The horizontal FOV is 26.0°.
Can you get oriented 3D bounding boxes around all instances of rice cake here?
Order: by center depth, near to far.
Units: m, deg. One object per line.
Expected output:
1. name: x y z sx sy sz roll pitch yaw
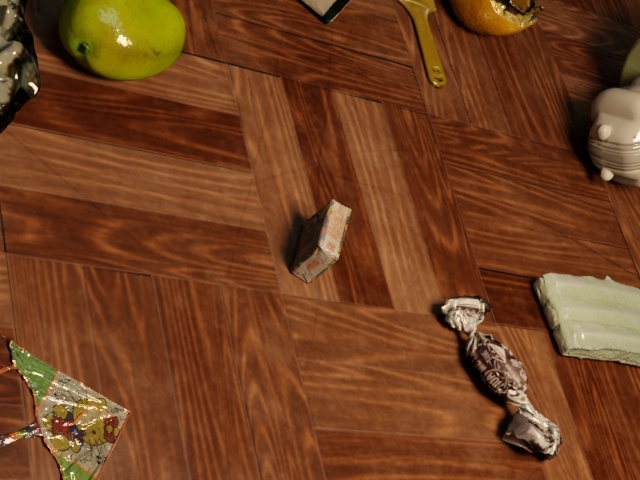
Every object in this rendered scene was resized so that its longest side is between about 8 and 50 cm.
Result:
1. rice cake: 0.392 0.109 1.864 0.237 0.043 0.127 10 51 -37

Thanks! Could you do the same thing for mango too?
1. mango: -0.220 -0.236 1.571 0.163 0.089 0.117 3 56 -40

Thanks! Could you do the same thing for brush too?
1. brush: 0.149 -0.307 2.017 0.083 0.010 0.218 11 53 -36

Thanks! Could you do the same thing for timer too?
1. timer: 0.526 -0.188 2.091 0.315 0.291 0.290 -28 78 -29

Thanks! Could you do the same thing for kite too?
1. kite: -0.271 0.174 1.257 0.244 0.006 0.198 -9 65 -45

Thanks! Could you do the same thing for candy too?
1. candy: 0.219 0.163 1.667 0.094 0.051 0.226 -10 67 -57

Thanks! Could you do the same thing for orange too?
1. orange: 0.252 -0.365 2.078 0.160 0.112 0.170 37 16 4

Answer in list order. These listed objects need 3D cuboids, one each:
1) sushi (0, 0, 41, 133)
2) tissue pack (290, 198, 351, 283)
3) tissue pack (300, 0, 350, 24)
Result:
1. sushi: -0.386 -0.196 1.333 0.211 0.171 0.350 18 48 -28
2. tissue pack: 0.000 0.000 1.593 0.035 0.063 0.083 35 40 -18
3. tissue pack: -0.017 -0.386 1.865 0.170 0.103 0.090 40 47 -8
